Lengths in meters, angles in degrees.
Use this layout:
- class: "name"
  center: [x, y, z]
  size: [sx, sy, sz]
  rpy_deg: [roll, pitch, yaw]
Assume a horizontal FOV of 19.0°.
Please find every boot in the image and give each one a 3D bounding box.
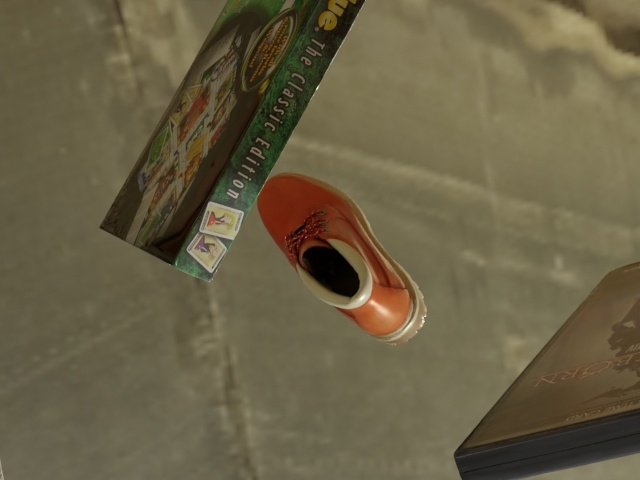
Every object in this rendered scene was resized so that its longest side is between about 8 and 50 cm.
- class: "boot"
  center: [0.000, 0.000, 1.269]
  size: [0.158, 0.059, 0.084]
  rpy_deg: [45, 10, 33]

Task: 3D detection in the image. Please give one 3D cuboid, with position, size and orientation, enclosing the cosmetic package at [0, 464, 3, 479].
- class: "cosmetic package"
  center: [-0.342, 0.166, 1.332]
  size: [0.117, 0.231, 0.085]
  rpy_deg: [-112, -157, -49]

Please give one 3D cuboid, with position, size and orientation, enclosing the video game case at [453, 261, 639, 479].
- class: "video game case"
  center: [0.205, 0.046, 1.010]
  size: [0.274, 0.196, 0.026]
  rpy_deg: [-36, 106, -59]

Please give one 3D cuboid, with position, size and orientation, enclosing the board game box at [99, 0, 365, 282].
- class: "board game box"
  center: [-0.032, -0.105, 1.074]
  size: [0.030, 0.136, 0.260]
  rpy_deg: [31, 87, -22]
